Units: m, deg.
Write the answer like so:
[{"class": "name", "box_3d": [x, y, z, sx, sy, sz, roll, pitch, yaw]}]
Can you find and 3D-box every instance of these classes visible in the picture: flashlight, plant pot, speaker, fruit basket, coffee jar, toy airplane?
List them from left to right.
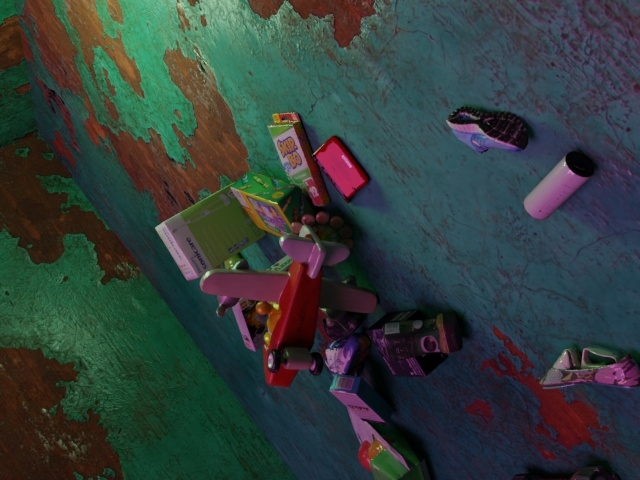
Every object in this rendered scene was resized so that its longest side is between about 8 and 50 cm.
[{"class": "plant pot", "box_3d": [-0.330, 0.063, 2.327, 0.079, 0.083, 0.083, 67, 152, 8]}, {"class": "toy airplane", "box_3d": [-0.076, 0.143, 1.659, 0.386, 0.384, 0.272, 57, 165, -20]}, {"class": "fruit basket", "box_3d": [0.226, 0.747, 2.138, 0.353, 0.165, 0.327, 36, 148, 60]}, {"class": "coffee jar", "box_3d": [0.250, 0.234, 1.525, 0.184, 0.079, 0.096, -11, 115, 14]}, {"class": "speaker", "box_3d": [0.405, -0.092, 1.067, 0.055, 0.055, 0.136, 48, 151, 14]}, {"class": "flashlight", "box_3d": [0.560, 0.587, 1.474, 0.103, 0.103, 0.304, 53, 150, 3]}]

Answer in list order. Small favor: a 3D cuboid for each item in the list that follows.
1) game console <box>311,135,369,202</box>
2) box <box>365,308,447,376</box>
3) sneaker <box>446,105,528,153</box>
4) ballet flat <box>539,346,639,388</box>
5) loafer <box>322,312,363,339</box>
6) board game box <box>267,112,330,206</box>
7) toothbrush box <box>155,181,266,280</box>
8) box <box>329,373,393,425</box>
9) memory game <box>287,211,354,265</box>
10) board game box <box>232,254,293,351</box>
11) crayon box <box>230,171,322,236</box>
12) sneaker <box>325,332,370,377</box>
[{"class": "game console", "box_3d": [0.052, -0.175, 1.560, 0.124, 0.085, 0.144, -40, 84, 30]}, {"class": "box", "box_3d": [0.227, 0.276, 1.673, 0.156, 0.093, 0.158, 59, 152, -5]}, {"class": "sneaker", "box_3d": [0.306, -0.191, 1.130, 0.162, 0.063, 0.073, 32, 161, 44]}, {"class": "ballet flat", "box_3d": [0.523, 0.249, 1.232, 0.221, 0.077, 0.079, -21, 83, 56]}, {"class": "loafer", "box_3d": [0.061, 0.253, 1.916, 0.078, 0.076, 0.223, 49, 155, -3]}, {"class": "board game box", "box_3d": [-0.061, -0.214, 1.671, 0.124, 0.039, 0.259, 11, 126, 53]}, {"class": "toothbrush box", "box_3d": [-0.355, -0.031, 2.043, 0.206, 0.283, 0.122, 60, 151, -8]}, {"class": "box", "box_3d": [0.132, 0.500, 1.961, 0.100, 0.060, 0.244, 0, 145, 35]}, {"class": "memory game", "box_3d": [0.000, 0.000, 1.690, 0.012, 0.186, 0.186, -88, -10, -52]}, {"class": "board game box", "box_3d": [-0.119, 0.164, 1.861, 0.053, 0.305, 0.193, 23, 138, 42]}, {"class": "crayon box", "box_3d": [-0.127, -0.093, 1.789, 0.278, 0.081, 0.165, 22, 150, 52]}, {"class": "sneaker", "box_3d": [0.069, 0.362, 1.981, 0.131, 0.112, 0.296, 44, 148, 22]}]
